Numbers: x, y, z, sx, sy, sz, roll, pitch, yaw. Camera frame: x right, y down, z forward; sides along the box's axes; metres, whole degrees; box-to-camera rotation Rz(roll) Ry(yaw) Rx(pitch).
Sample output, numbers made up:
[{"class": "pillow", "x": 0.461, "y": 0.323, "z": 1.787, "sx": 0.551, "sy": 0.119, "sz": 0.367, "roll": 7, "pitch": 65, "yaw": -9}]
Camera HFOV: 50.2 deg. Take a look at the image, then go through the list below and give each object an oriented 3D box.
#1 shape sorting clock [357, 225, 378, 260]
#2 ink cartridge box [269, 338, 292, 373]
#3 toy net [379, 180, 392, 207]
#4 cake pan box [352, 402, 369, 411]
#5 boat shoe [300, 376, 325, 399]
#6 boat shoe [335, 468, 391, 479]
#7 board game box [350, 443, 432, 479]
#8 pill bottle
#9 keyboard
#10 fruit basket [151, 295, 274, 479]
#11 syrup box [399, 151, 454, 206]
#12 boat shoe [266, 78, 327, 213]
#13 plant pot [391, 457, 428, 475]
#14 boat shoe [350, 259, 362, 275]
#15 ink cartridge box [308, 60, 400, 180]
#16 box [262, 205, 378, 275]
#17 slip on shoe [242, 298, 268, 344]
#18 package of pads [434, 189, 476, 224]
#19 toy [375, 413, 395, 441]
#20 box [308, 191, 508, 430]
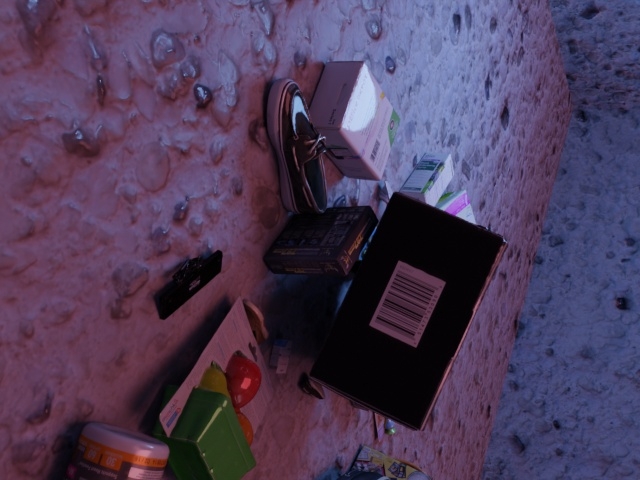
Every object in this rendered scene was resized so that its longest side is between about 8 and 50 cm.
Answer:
[{"class": "shape sorting clock", "x": 0.171, "y": 0.056, "z": 2.108, "sx": 0.206, "sy": 0.040, "sz": 0.206, "roll": -21, "pitch": 115, "yaw": -55}, {"class": "ink cartridge box", "x": -0.102, "y": 0.293, "z": 1.735, "sx": 0.048, "sy": 0.028, "sz": 0.083, "roll": 19, "pitch": 82, "yaw": -58}, {"class": "toy net", "x": 0.218, "y": -0.066, "z": 2.103, "sx": 0.122, "sy": 0.045, "sz": 0.232, "roll": -51, "pitch": 123, "yaw": -67}, {"class": "cake pan box", "x": 0.156, "y": 0.363, "z": 2.142, "sx": 0.267, "sy": 0.070, "sz": 0.246, "roll": -50, "pitch": 135, "yaw": -40}, {"class": "boat shoe", "x": -0.020, "y": 0.413, "z": 1.894, "sx": 0.046, "sy": 0.038, "sz": 0.125, "roll": 67, "pitch": 7, "yaw": 34}, {"class": "boat shoe", "x": 0.011, "y": 0.795, "z": 1.947, "sx": 0.500, "sy": 0.156, "sz": 0.187, "roll": -15, "pitch": 116, "yaw": -44}, {"class": "board game box", "x": 0.212, "y": 0.776, "z": 2.171, "sx": 0.165, "sy": 0.243, "sz": 0.042, "roll": -54, "pitch": 157, "yaw": -36}, {"class": "pill bottle", "x": -0.383, "y": 0.475, "z": 1.197, "sx": 0.162, "sy": 0.162, "sz": 0.279, "roll": 38, "pitch": 65, "yaw": -55}, {"class": "keyboard", "x": -0.272, "y": 0.075, "z": 1.410, "sx": 0.192, "sy": 0.038, "sz": 0.100, "roll": -45, "pitch": 157, "yaw": -46}, {"class": "fruit basket", "x": -0.216, "y": 0.353, "z": 1.488, "sx": 0.353, "sy": 0.165, "sz": 0.327, "roll": -68, "pitch": 151, "yaw": -49}, {"class": "syrup box", "x": 0.360, "y": -0.194, "z": 2.299, "sx": 0.237, "sy": 0.093, "sz": 0.096, "roll": -54, "pitch": 139, "yaw": -37}, {"class": "boat shoe", "x": -0.037, "y": -0.218, "z": 1.617, "sx": 0.121, "sy": 0.119, "sz": 0.335, "roll": -43, "pitch": 133, "yaw": -45}, {"class": "plant pot", "x": 0.234, "y": 0.891, "z": 2.233, "sx": 0.291, "sy": 0.290, "sz": 0.203, "roll": -55, "pitch": 157, "yaw": -35}, {"class": "boat shoe", "x": 0.111, "y": 0.081, "z": 1.987, "sx": 0.135, "sy": 0.045, "sz": 0.050, "roll": 4, "pitch": 94, "yaw": -45}, {"class": "ink cartridge box", "x": 0.089, "y": -0.311, "z": 1.801, "sx": 0.278, "sy": 0.117, "sz": 0.201, "roll": 42, "pitch": 63, "yaw": -55}, {"class": "box", "x": 0.000, "y": 0.000, "z": 1.627, "sx": 0.183, "sy": 0.232, "sz": 0.059, "roll": -56, "pitch": 129, "yaw": -35}, {"class": "slip on shoe", "x": -0.161, "y": 0.194, "z": 1.600, "sx": 0.041, "sy": 0.051, "sz": 0.135, "roll": -44, "pitch": 141, "yaw": -28}, {"class": "package of pads", "x": 0.469, "y": -0.033, "z": 2.464, "sx": 0.296, "sy": 0.101, "sz": 0.229, "roll": -32, "pitch": 107, "yaw": -50}, {"class": "toy", "x": 0.235, "y": 0.557, "z": 2.332, "sx": 0.137, "sy": 0.056, "sz": 0.237, "roll": -36, "pitch": 128, "yaw": -51}, {"class": "box", "x": 0.218, "y": 0.178, "z": 1.748, "sx": 0.480, "sy": 0.297, "sz": 0.472, "roll": -65, "pitch": 171, "yaw": -4}]
